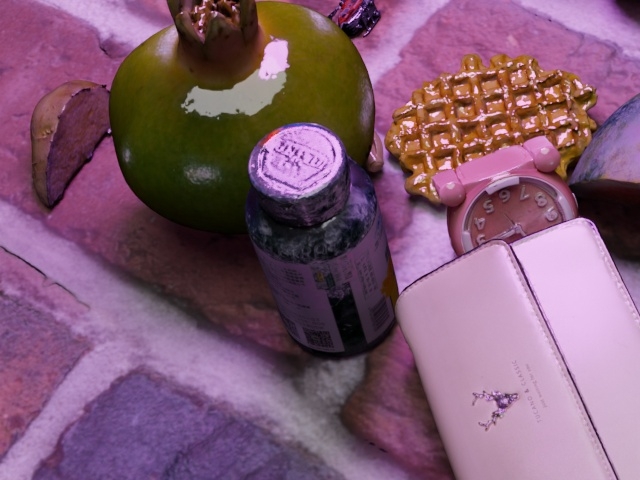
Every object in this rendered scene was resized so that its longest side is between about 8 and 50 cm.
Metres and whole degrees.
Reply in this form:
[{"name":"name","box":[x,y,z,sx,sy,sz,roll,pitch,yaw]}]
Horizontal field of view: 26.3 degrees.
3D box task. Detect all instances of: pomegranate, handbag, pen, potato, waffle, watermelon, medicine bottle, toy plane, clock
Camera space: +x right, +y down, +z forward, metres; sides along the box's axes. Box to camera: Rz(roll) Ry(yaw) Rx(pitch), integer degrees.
[{"name":"pomegranate","box":[-0.090,-0.139,1.548,0.310,0.358,0.216,-12,59,1]},{"name":"handbag","box":[0.235,0.178,1.388,0.237,0.160,0.358,-22,55,5]},{"name":"pen","box":[0.023,-0.173,1.740,0.040,0.032,0.233,-45,53,20]},{"name":"potato","box":[-0.346,-0.141,1.764,0.089,0.100,0.172,20,65,29]},{"name":"waffle","box":[0.203,-0.131,1.661,0.238,0.058,0.243,34,71,29]},{"name":"watermelon","box":[0.400,-0.101,1.530,0.256,0.260,0.176,-32,68,10]},{"name":"medicine bottle","box":[0.000,0.000,1.471,0.141,0.293,0.141,-6,56,9]},{"name":"toy plane","box":[0.054,-0.321,1.835,0.060,0.037,0.145,19,66,34]},{"name":"clock","box":[0.216,-0.019,1.537,0.166,0.162,0.093,-20,15,3]}]
